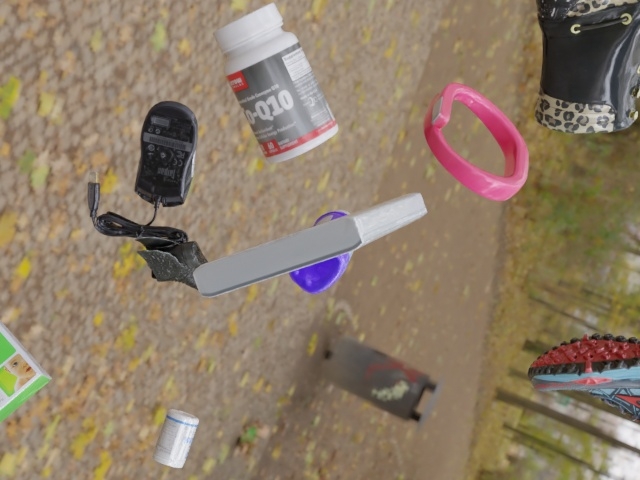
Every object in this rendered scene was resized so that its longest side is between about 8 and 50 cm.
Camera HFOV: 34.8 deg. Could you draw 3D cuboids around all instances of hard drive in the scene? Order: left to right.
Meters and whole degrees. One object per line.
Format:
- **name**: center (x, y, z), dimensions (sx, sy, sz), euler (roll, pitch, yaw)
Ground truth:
- **hard drive**: center (0.000, 0.000, 1.438), dimensions (0.047, 0.233, 0.353), euler (71, 20, 0)

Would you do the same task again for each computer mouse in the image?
- **computer mouse**: center (-0.302, -0.120, 1.747), dimensions (0.060, 0.184, 0.262), euler (-73, 171, -71)

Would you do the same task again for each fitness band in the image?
- **fitness band**: center (0.282, -0.179, 1.838), dimensions (0.054, 0.209, 0.291), euler (-46, -169, 32)

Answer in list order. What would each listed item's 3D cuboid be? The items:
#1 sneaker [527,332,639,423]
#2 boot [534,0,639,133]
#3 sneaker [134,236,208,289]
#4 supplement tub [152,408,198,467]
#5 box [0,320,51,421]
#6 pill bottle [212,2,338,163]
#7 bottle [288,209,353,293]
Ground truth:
- **sneaker**: center (0.385, 0.188, 1.248), dimensions (0.104, 0.262, 0.125), euler (-38, 122, -61)
- **boot**: center (0.318, -0.201, 0.989), dimensions (0.085, 0.236, 0.178), euler (-97, -179, -53)
- **sneaker**: center (-0.230, 0.043, 1.638), dimensions (0.170, 0.089, 0.051), euler (74, 5, -59)
- **supplement tub**: center (-0.303, 0.413, 2.137), dimensions (0.071, 0.071, 0.107), euler (30, 78, -74)
- **box**: center (-0.604, 0.216, 1.607), dimensions (0.262, 0.231, 0.127), euler (-41, 177, -14)
- **pill bottle**: center (-0.093, -0.311, 2.021), dimensions (0.283, 0.161, 0.161), euler (64, 32, -12)
- **bottle**: center (0.016, 0.008, 1.949), dimensions (0.118, 0.092, 0.283), euler (-47, -176, 18)
